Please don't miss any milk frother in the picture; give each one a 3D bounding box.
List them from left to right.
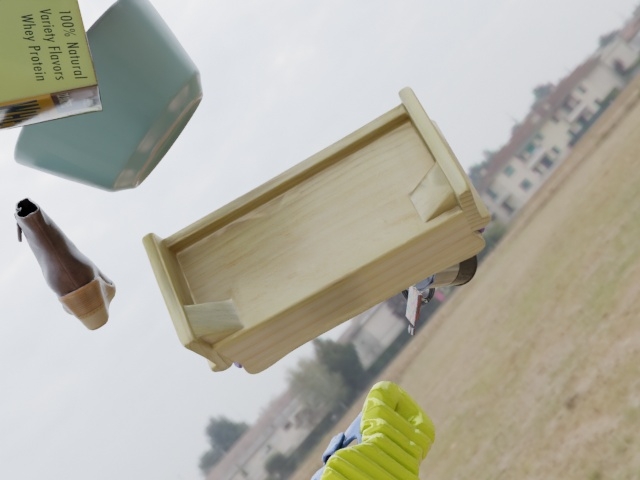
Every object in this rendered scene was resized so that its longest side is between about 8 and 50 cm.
[{"bbox_3d":[0.170,0.060,1.543,0.135,0.129,0.143,-3,-66,-50],"label":"milk frother"}]

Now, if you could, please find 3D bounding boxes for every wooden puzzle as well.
[{"bbox_3d":[0.137,0.096,1.339,0.049,0.006,0.083,-122,37,-73],"label":"wooden puzzle"}]

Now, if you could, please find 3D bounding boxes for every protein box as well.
[{"bbox_3d":[-0.331,-0.209,0.865,0.201,0.199,0.136,-14,0,-12],"label":"protein box"}]

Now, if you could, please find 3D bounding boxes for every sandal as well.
[{"bbox_3d":[0.045,0.288,1.045,0.138,0.126,0.317,-49,-5,21],"label":"sandal"}]

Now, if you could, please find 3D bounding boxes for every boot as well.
[{"bbox_3d":[-0.399,0.020,1.408,0.090,0.206,0.248,-31,19,-13],"label":"boot"}]

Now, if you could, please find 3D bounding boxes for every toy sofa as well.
[{"bbox_3d":[0.000,0.000,1.040,0.363,0.150,0.177,-29,-26,7],"label":"toy sofa"}]

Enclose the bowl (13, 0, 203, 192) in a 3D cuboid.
[{"bbox_3d":[-0.288,-0.192,1.337,0.311,0.163,0.311,-53,6,8],"label":"bowl"}]
